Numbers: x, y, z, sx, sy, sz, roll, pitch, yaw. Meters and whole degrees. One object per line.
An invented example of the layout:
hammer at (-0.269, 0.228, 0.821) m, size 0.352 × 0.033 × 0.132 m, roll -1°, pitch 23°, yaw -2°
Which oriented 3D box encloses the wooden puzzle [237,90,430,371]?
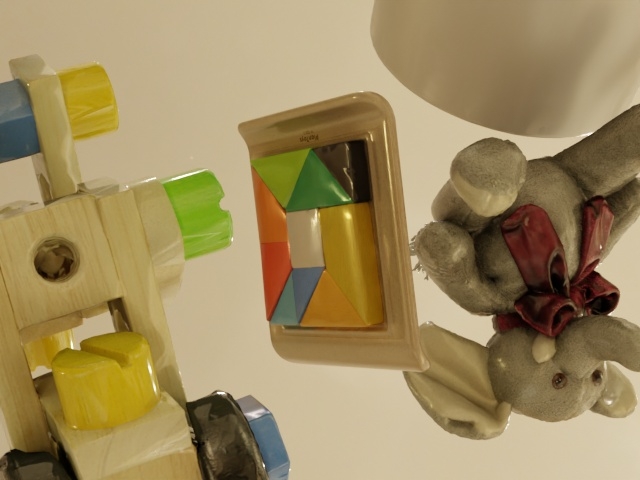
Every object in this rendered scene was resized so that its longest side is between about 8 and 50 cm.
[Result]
wooden puzzle at (0.000, 0.000, 1.016) m, size 0.044 × 0.221 × 0.238 m, roll -13°, pitch -85°, yaw -35°

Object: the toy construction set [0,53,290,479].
toy construction set at (-0.072, 0.096, 0.434) m, size 0.151 × 0.215 × 0.327 m, roll -33°, pitch -68°, yaw -16°

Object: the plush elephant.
plush elephant at (0.213, 0.057, 1.089) m, size 0.272 × 0.330 × 0.255 m, roll -13°, pitch -106°, yaw -32°

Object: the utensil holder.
utensil holder at (0.235, -0.345, 1.150) m, size 0.328 × 0.327 × 0.385 m, roll 10°, pitch -49°, yaw -7°
